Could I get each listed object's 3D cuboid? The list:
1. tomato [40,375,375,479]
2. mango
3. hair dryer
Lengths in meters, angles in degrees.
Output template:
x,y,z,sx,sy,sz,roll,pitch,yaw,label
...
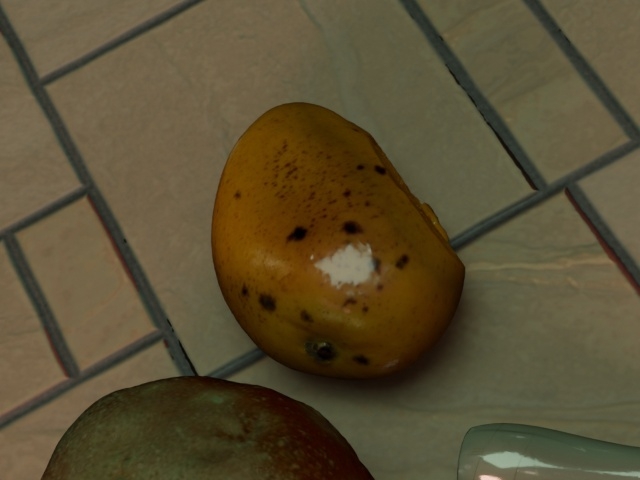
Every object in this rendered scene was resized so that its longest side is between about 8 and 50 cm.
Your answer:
x,y,z,sx,sy,sz,roll,pitch,yaw,label
-0.089,0.243,1.428,0.304,0.239,0.303,-9,54,13,tomato
0.000,0.000,1.609,0.191,0.160,0.290,-31,52,6,mango
0.200,0.261,1.455,0.206,0.075,0.237,5,68,11,hair dryer
